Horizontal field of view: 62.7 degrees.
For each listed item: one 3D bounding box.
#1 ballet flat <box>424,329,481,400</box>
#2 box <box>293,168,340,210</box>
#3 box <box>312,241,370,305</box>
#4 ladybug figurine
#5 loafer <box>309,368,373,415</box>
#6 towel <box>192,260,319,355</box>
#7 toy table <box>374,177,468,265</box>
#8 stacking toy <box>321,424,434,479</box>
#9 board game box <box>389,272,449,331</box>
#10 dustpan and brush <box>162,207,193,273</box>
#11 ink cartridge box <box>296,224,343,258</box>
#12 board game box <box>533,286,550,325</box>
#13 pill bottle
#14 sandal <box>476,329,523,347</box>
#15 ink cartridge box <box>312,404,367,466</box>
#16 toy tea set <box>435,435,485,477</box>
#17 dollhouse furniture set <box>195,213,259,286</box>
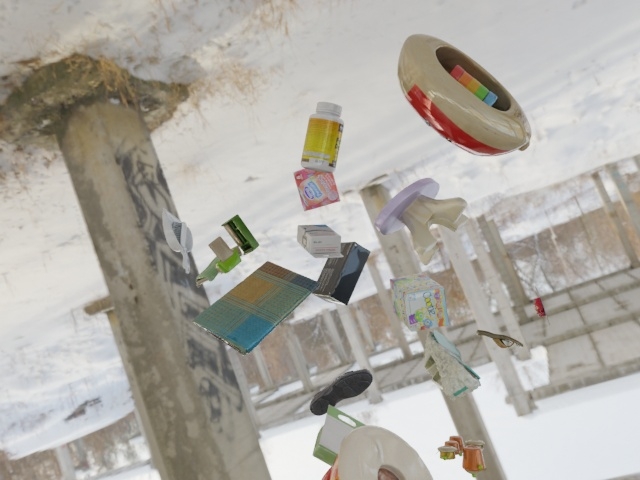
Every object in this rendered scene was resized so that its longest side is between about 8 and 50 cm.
[{"bbox_3d":[0.418,0.422,1.795,0.147,0.147,0.409,-21,-173,2],"label":"ballet flat"},{"bbox_3d":[-0.014,-0.211,2.017,0.142,0.154,0.300,-15,-172,2],"label":"box"},{"bbox_3d":[0.089,0.142,2.302,0.103,0.261,0.184,30,166,-20],"label":"box"},{"bbox_3d":[0.389,-0.387,1.470,0.305,0.449,0.162,-46,176,-47],"label":"ladybug figurine"},{"bbox_3d":[0.080,0.610,2.182,0.302,0.109,0.095,-35,-166,10],"label":"loafer"},{"bbox_3d":[-0.215,0.218,1.798,0.271,0.040,0.370,21,-134,37],"label":"towel"},{"bbox_3d":[0.301,-0.059,1.521,0.274,0.161,0.252,-34,155,-30],"label":"toy table"},{"bbox_3d":[0.069,0.781,1.464,0.480,0.350,0.350,-48,161,26],"label":"stacking toy"},{"bbox_3d":[0.363,0.226,1.971,0.142,0.144,0.275,-10,-173,-4],"label":"board game box"},{"bbox_3d":[-0.436,0.010,1.648,0.060,0.211,0.147,-12,155,14],"label":"dustpan and brush"},{"bbox_3d":[0.000,0.000,1.686,0.104,0.060,0.180,-2,-162,-21],"label":"ink cartridge box"},{"bbox_3d":[0.885,0.271,2.130,0.033,0.169,0.133,-20,-162,18],"label":"board game box"},{"bbox_3d":[0.010,-0.333,1.702,0.117,0.215,0.117,11,-177,-1],"label":"pill bottle"},{"bbox_3d":[0.678,0.382,1.995,0.180,0.049,0.072,11,168,32],"label":"sandal"},{"bbox_3d":[0.074,0.703,1.850,0.056,0.171,0.235,-61,180,18],"label":"ink cartridge box"},{"bbox_3d":[0.642,0.971,2.361,0.200,0.124,0.336,-5,170,21],"label":"toy tea set"},{"bbox_3d":[-0.413,0.046,2.087,0.197,0.151,0.301,-43,-168,-35],"label":"dollhouse furniture set"}]
